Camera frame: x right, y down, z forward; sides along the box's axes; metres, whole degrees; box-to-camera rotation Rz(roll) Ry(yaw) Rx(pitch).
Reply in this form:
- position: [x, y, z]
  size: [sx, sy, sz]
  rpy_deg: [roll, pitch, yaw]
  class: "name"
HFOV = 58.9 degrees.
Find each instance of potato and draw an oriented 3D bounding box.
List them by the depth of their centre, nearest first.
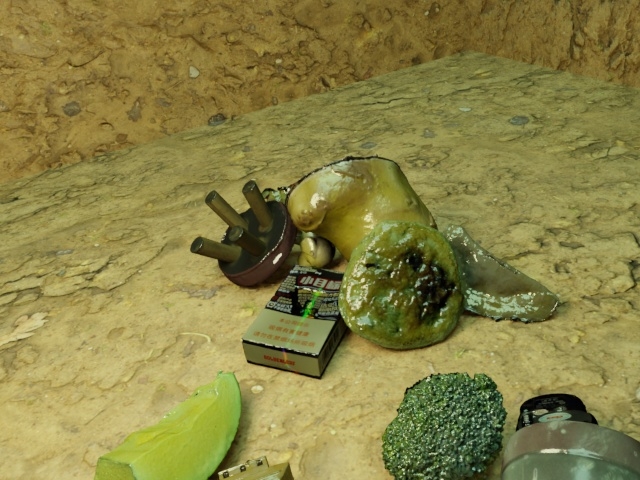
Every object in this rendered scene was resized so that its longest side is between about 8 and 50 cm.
- position: [0.141, -0.023, 1.479]
  size: [0.397, 0.290, 0.296]
  rpy_deg: [11, 43, -38]
  class: "potato"

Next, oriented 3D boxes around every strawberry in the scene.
- position: [-0.021, -0.129, 1.854]
  size: [0.306, 0.138, 0.233]
  rpy_deg: [-8, -2, -41]
  class: "strawberry"

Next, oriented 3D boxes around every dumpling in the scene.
- position: [0.417, 0.111, 1.428]
  size: [0.332, 0.086, 0.166]
  rpy_deg: [40, 94, 21]
  class: "dumpling"

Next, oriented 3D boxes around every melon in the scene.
- position: [-0.262, 0.384, 1.087]
  size: [0.196, 0.124, 0.323]
  rpy_deg: [-1, 20, 38]
  class: "melon"

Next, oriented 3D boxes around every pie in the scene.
- position: [0.202, 0.108, 1.342]
  size: [0.323, 0.323, 0.070]
  rpy_deg: [-11, -10, -6]
  class: "pie"

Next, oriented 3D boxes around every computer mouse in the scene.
- position: [0.426, 0.350, 1.015]
  size: [0.137, 0.096, 0.233]
  rpy_deg: [-9, 0, 22]
  class: "computer mouse"

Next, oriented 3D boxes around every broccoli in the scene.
- position: [0.229, 0.341, 1.025]
  size: [0.198, 0.176, 0.226]
  rpy_deg: [34, 38, 23]
  class: "broccoli"

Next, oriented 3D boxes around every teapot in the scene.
- position: [0.394, 0.468, 0.786]
  size: [0.315, 0.233, 0.312]
  rpy_deg: [28, 45, 2]
  class: "teapot"

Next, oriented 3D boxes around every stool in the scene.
- position: [-0.217, -0.025, 1.584]
  size: [0.272, 0.178, 0.272]
  rpy_deg: [-22, 48, 27]
  class: "stool"

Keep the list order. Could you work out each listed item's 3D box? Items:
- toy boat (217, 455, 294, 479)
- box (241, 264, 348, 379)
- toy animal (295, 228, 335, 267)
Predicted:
- position: [-0.148, 0.450, 1.031]
  size: [0.200, 0.057, 0.077]
  rpy_deg: [-16, 29, -13]
  class: "toy boat"
- position: [-0.033, 0.189, 1.397]
  size: [0.198, 0.084, 0.310]
  rpy_deg: [7, 35, 22]
  class: "box"
- position: [-0.016, -0.002, 1.677]
  size: [0.168, 0.121, 0.233]
  rpy_deg: [23, 30, 14]
  class: "toy animal"
